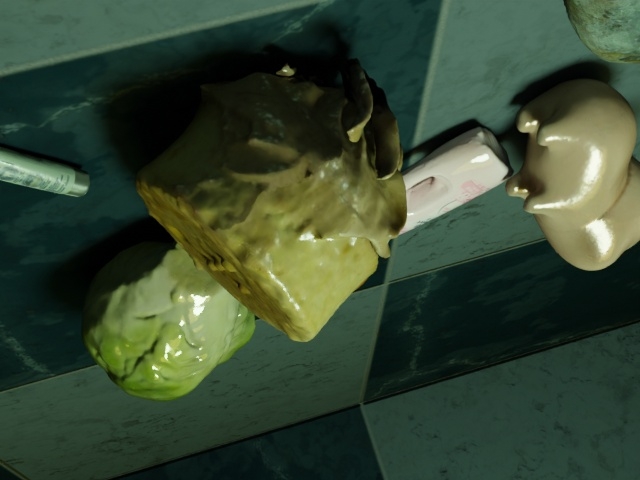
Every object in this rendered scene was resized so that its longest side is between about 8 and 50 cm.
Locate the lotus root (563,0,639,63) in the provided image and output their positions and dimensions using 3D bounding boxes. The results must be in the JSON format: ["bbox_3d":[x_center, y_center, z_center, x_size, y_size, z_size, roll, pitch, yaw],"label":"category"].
[{"bbox_3d":[0.366,-0.319,1.070,0.175,0.175,0.349,-27,156,19],"label":"lotus root"}]

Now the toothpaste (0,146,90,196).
[{"bbox_3d":[-0.399,-0.096,1.141,0.062,0.039,0.239,-38,148,29],"label":"toothpaste"}]

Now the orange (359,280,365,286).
[{"bbox_3d":[0.000,0.000,1.447,0.206,0.206,0.206,-16,156,-7],"label":"orange"}]

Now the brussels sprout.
[{"bbox_3d":[-0.250,0.128,1.480,0.273,0.243,0.317,-22,156,-8],"label":"brussels sprout"}]

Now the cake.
[{"bbox_3d":[-0.031,-0.080,1.185,0.321,0.332,0.332,-47,160,-13],"label":"cake"}]

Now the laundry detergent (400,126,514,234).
[{"bbox_3d":[0.155,-0.073,1.534,0.335,0.088,0.159,-29,151,22],"label":"laundry detergent"}]

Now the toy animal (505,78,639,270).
[{"bbox_3d":[0.433,-0.108,1.468,0.269,0.237,0.326,-7,128,-13],"label":"toy animal"}]
